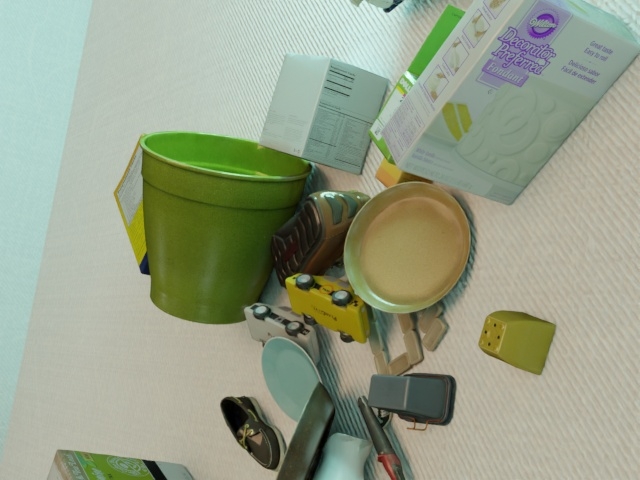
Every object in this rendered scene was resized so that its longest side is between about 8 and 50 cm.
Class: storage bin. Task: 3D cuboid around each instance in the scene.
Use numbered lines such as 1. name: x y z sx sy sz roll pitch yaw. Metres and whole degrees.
1. storage bin: 0.144 0.264 1.685 0.135 0.091 0.098 -7 71 57

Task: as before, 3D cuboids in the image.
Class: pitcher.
1. pitcher: 0.022 0.463 1.788 0.178 0.125 0.207 123 161 -63

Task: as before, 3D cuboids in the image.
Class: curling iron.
1. curling iron: 0.110 0.382 1.716 0.068 0.035 0.274 -52 46 36

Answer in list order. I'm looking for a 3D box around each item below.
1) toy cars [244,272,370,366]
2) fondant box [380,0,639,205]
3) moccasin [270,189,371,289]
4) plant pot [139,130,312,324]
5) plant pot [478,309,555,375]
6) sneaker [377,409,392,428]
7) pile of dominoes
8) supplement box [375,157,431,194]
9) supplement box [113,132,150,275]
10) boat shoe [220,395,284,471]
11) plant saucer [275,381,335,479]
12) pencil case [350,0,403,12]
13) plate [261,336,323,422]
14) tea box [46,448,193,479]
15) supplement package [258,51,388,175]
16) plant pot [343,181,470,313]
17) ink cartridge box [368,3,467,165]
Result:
1. toy cars: -0.015 0.145 1.953 0.176 0.087 0.393 54 147 0
2. fondant box: 0.282 -0.224 1.530 0.330 0.238 0.096 -55 37 30
3. moccasin: -0.001 -0.003 1.979 0.380 0.147 0.139 123 132 -58
4. plant pot: -0.226 -0.020 2.183 0.366 0.366 0.353 36 121 56
5. plant pot: 0.286 0.147 1.519 0.081 0.083 0.081 21 95 59
6. sneaker: 0.109 0.292 1.779 0.032 0.037 0.083 29 104 55
7. pile of dominoes: 0.151 0.108 1.812 0.196 0.040 0.251 -39 55 43
8. supplement box: 0.189 -0.193 1.815 0.078 0.080 0.233 49 121 52
9. supplement box: -0.358 -0.077 2.507 0.194 0.195 0.356 -59 36 24
10. boat shoe: -0.145 0.400 2.099 0.228 0.068 0.081 45 115 54
11. plant saucer: -0.037 0.408 1.817 0.310 0.050 0.311 21 -90 -83
12. pencil case: 0.215 -0.522 1.825 0.410 0.160 0.184 3 63 57
13. plate: -0.048 0.273 1.986 0.188 0.024 0.188 25 126 40
14. tea box: -0.415 0.637 2.185 0.329 0.323 0.220 32 105 56
15. supplement package: 0.003 -0.260 2.060 0.194 0.149 0.203 24 98 58
16. plant pot: 0.152 0.014 1.752 0.236 0.032 0.236 -9 70 26
17. ink cartridge box: 0.226 -0.231 1.665 0.255 0.188 0.097 -59 35 24
